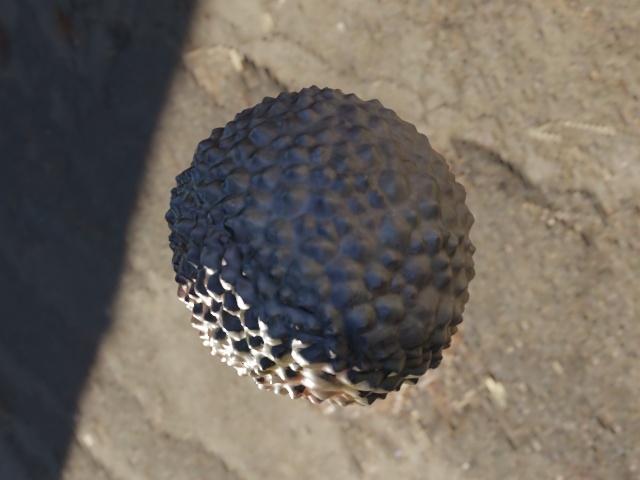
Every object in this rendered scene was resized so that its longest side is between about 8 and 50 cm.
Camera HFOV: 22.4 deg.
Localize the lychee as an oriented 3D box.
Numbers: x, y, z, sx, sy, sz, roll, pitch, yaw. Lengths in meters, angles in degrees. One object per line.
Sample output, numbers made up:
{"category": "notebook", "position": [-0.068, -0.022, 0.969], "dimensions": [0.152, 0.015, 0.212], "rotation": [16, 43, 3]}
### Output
{"category": "lychee", "position": [0.000, 0.000, 0.848], "dimensions": [0.197, 0.165, 0.165], "rotation": [-92, -3, -61]}
